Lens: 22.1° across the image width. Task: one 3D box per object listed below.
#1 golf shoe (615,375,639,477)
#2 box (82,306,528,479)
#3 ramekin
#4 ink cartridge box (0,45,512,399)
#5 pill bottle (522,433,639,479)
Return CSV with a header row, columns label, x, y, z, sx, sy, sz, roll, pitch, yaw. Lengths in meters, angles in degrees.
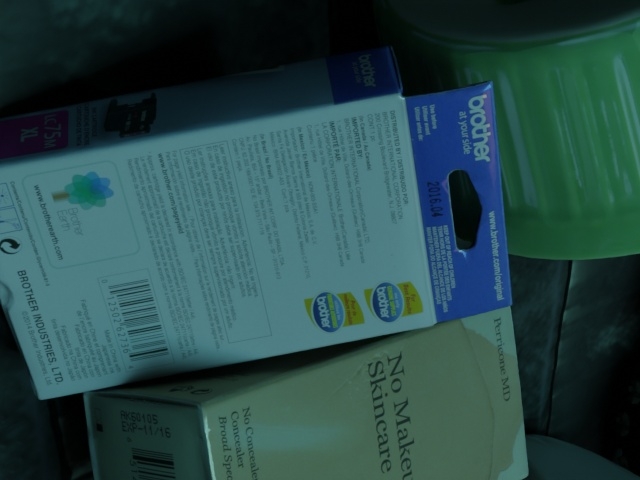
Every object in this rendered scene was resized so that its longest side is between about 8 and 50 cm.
label,x,y,z,sx,sy,sz,roll,pitch,yaw
golf shoe,0.350,0.138,1.499,0.120,0.105,0.273,4,117,-15
box,0.000,0.136,1.133,0.311,0.121,0.148,-17,102,-45
ramekin,0.179,-0.140,1.050,0.303,0.303,0.148,-35,128,-20
ink cartridge box,-0.045,-0.011,0.993,0.311,0.065,0.186,-9,130,3
pill bottle,0.165,0.383,1.432,0.224,0.224,0.392,15,105,-46
